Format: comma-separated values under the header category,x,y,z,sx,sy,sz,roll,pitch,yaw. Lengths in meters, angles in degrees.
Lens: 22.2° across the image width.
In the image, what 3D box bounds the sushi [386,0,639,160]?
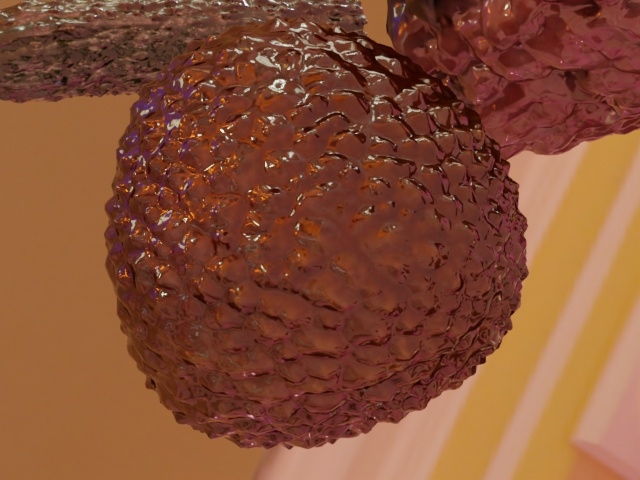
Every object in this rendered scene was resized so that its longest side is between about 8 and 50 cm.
category,x,y,z,sx,sy,sz,roll,pitch,yaw
sushi,0.135,-0.171,0.834,0.236,0.170,0.270,15,-114,-44

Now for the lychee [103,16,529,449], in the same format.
category,x,y,z,sx,sy,sz,roll,pitch,yaw
lychee,-0.003,-0.004,0.699,0.194,0.194,0.194,-5,-82,-34

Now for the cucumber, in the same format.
category,x,y,z,sx,sy,sz,roll,pitch,yaw
cucumber,-0.135,-0.162,1.345,0.359,0.096,0.096,-5,-81,-27
